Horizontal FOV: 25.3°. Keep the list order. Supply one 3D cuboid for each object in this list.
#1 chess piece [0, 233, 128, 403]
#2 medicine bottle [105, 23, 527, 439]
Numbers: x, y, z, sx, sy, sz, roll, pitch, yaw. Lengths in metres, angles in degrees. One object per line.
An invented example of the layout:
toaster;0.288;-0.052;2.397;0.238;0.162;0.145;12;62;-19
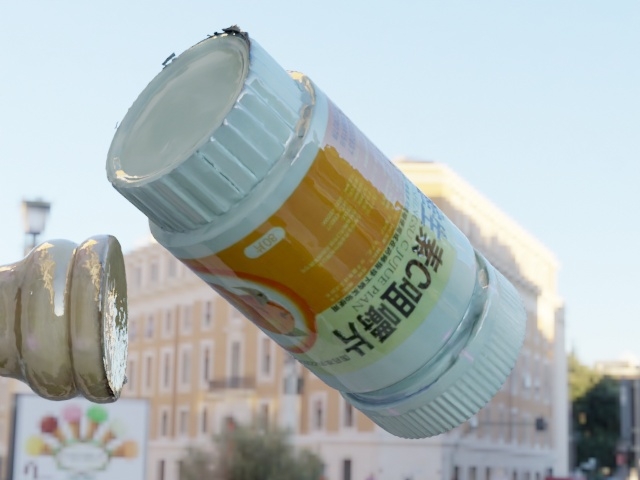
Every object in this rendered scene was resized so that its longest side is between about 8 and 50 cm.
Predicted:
chess piece;-0.195;0.045;0.784;0.170;0.094;0.094;-1;-10;-1
medicine bottle;0.000;0.000;1.040;0.158;0.158;0.318;-9;-42;46
